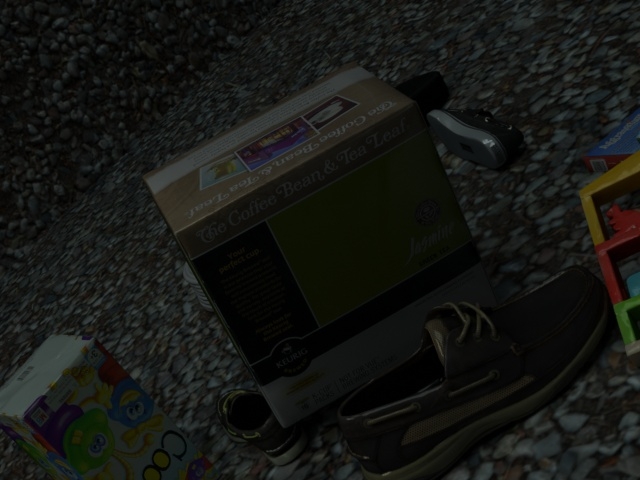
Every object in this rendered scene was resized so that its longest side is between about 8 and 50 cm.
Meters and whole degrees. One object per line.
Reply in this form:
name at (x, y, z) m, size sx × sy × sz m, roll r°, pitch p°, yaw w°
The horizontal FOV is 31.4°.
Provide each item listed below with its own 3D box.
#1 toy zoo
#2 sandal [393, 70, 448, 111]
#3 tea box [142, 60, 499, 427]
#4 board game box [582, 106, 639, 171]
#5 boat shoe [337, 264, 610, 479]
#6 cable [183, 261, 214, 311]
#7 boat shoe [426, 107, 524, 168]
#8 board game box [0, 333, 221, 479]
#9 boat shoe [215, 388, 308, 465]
toy zoo at (0.400, -0.018, 1.272) m, size 0.192 × 0.030 × 0.293 m, roll -28°, pitch 43°, yaw 23°
sandal at (0.101, -0.167, 2.025) m, size 0.167 × 0.107 × 0.446 m, roll -10°, pitch 23°, yaw 47°
tea box at (0.000, 0.000, 1.469) m, size 0.329 × 0.323 × 0.220 m, roll -28°, pitch 29°, yaw -7°
board game box at (0.479, -0.171, 1.478) m, size 0.281 × 0.027 × 0.145 m, roll -38°, pitch 23°, yaw -30°
boat shoe at (0.172, 0.140, 1.293) m, size 0.355 × 0.130 × 0.132 m, roll -40°, pitch 23°, yaw -3°
cable at (-0.126, 0.012, 2.011) m, size 0.257 × 0.089 × 0.257 m, roll -5°, pitch 40°, yaw 52°
boat shoe at (0.251, -0.180, 1.836) m, size 0.076 × 0.080 × 0.228 m, roll -35°, pitch 24°, yaw -8°
board game box at (-0.293, 0.273, 1.540) m, size 0.142 × 0.275 × 0.144 m, roll -4°, pitch 40°, yaw 52°
boat shoe at (-0.094, 0.240, 1.575) m, size 0.081 × 0.069 × 0.228 m, roll -45°, pitch 24°, yaw -15°
